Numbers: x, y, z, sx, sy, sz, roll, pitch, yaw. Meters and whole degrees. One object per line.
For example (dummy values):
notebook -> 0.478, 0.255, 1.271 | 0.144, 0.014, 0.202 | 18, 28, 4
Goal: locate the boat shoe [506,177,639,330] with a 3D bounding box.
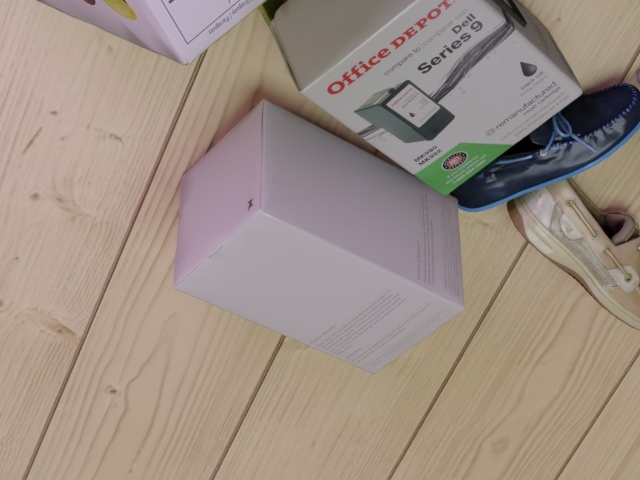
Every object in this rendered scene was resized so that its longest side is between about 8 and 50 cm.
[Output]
boat shoe -> 0.369, 0.014, 1.996 | 0.302, 0.109, 0.098 | 37, 113, -26

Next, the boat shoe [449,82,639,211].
boat shoe -> 0.264, -0.119, 1.872 | 0.258, 0.109, 0.089 | -30, 123, 7

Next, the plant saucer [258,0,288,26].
plant saucer -> 0.005, -0.317, 1.701 | 0.188, 0.045, 0.188 | -26, 128, 6

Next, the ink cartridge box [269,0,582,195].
ink cartridge box -> 0.117, -0.199, 1.721 | 0.211, 0.121, 0.289 | -37, 140, 20

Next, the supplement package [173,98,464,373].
supplement package -> 0.000, 0.000, 1.831 | 0.293, 0.175, 0.177 | 26, 135, -28

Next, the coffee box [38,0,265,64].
coffee box -> -0.150, -0.407, 1.348 | 0.338, 0.337, 0.334 | -43, 129, -15

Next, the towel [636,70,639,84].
towel -> 0.542, -0.140, 1.840 | 0.283, 0.235, 0.121 | -22, 134, 4
